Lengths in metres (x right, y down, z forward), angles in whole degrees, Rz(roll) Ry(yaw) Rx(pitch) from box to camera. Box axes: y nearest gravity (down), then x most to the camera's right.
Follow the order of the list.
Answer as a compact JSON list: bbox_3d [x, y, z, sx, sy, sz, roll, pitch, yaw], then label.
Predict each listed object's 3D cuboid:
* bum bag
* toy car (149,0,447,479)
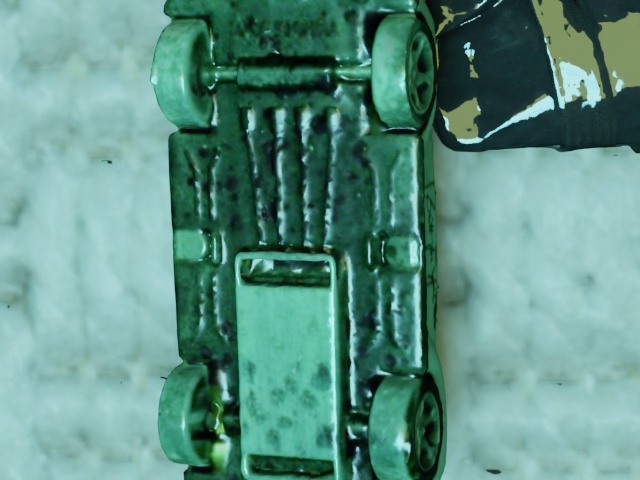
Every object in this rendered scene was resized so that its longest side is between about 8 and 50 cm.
[{"bbox_3d":[0.174,-0.099,0.834,0.248,0.060,0.123,2,98,7],"label":"bum bag"},{"bbox_3d":[0.000,0.000,0.839,0.136,0.125,0.306,1,97,22],"label":"toy car"}]
